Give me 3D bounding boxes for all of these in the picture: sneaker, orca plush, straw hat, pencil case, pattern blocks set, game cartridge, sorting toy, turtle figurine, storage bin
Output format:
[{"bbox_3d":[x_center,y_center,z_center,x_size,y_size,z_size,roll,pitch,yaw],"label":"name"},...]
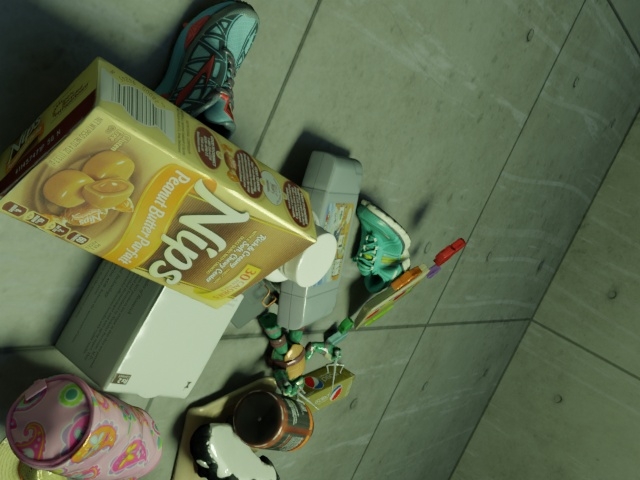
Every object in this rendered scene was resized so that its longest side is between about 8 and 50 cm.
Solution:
[{"bbox_3d":[0.119,0.021,1.510,0.110,0.107,0.275,-41,146,-14],"label":"sneaker"},{"bbox_3d":[-0.179,0.409,1.382,0.287,0.102,0.151,38,41,-64],"label":"orca plush"},{"bbox_3d":[-0.390,0.321,1.046,0.144,0.061,0.144,-37,142,-35],"label":"straw hat"},{"bbox_3d":[-0.137,-0.175,0.929,0.262,0.125,0.104,-58,151,-2],"label":"sneaker"},{"bbox_3d":[-0.311,0.263,1.009,0.124,0.124,0.284,-52,162,-13],"label":"pencil case"},{"bbox_3d":[0.152,0.118,1.600,0.324,0.026,0.285,-30,165,-31],"label":"pattern blocks set"},{"bbox_3d":[0.000,0.000,1.262,0.198,0.062,0.297,-15,117,-75],"label":"game cartridge"},{"bbox_3d":[-0.185,0.362,1.416,0.208,0.038,0.193,-12,125,-46],"label":"sorting toy"},{"bbox_3d":[-0.047,0.228,1.422,0.175,0.118,0.234,-48,135,-47],"label":"turtle figurine"},{"bbox_3d":[-0.129,0.085,1.208,0.091,0.098,0.135,-43,147,-8],"label":"storage bin"}]

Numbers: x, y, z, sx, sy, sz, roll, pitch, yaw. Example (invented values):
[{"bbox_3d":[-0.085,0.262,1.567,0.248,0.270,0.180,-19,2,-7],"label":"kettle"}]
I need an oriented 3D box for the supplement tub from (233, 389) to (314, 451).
[{"bbox_3d":[-0.078,0.344,1.398,0.106,0.106,0.198,-57,152,-4],"label":"supplement tub"}]

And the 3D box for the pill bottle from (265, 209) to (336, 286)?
[{"bbox_3d":[-0.084,-0.019,1.054,0.117,0.215,0.117,-37,143,-34],"label":"pill bottle"}]

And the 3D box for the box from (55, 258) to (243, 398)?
[{"bbox_3d":[-0.235,0.113,1.039,0.182,0.119,0.181,-60,150,1],"label":"box"}]

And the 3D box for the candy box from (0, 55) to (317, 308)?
[{"bbox_3d":[-0.176,-0.046,0.845,0.183,0.088,0.316,-34,135,27],"label":"candy box"}]

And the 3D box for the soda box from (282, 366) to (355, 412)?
[{"bbox_3d":[-0.005,0.326,1.621,0.181,0.061,0.058,-11,124,-52],"label":"soda box"}]
